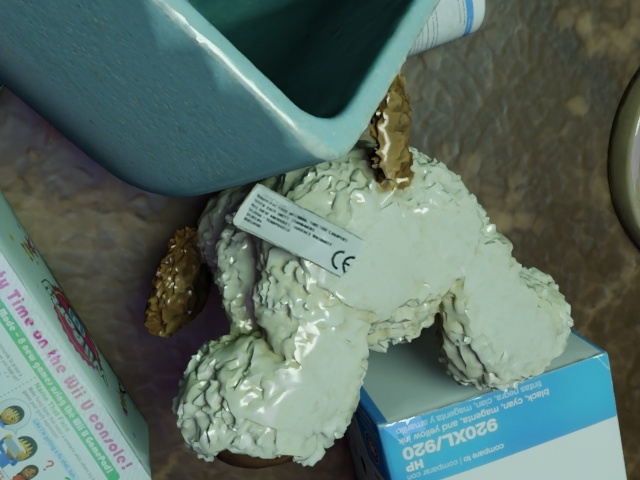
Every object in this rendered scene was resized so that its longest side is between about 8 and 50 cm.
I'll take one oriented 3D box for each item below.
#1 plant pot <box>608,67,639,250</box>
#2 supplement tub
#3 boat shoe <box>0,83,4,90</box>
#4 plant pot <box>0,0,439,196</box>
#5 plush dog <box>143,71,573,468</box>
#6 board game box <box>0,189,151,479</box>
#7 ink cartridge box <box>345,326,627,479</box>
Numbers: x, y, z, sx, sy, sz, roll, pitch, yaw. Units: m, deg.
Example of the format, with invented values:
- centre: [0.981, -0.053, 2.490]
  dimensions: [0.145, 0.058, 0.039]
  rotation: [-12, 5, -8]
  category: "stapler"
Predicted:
- centre: [0.368, -0.069, 0.695]
  dimensions: [0.238, 0.110, 0.237]
  rotation: [-3, 103, -12]
  category: "plant pot"
- centre: [0.057, -0.166, 0.614]
  dimensions: [0.107, 0.071, 0.071]
  rotation: [-22, 107, -9]
  category: "supplement tub"
- centre: [-0.277, -0.062, 0.562]
  dimensions: [0.219, 0.078, 0.070]
  rotation: [-41, 142, -8]
  category: "boat shoe"
- centre: [-0.093, -0.173, 0.466]
  dimensions: [0.248, 0.252, 0.247]
  rotation: [42, 59, -19]
  category: "plant pot"
- centre: [0.000, 0.000, 0.557]
  dimensions: [0.263, 0.225, 0.210]
  rotation: [-16, 105, -24]
  category: "plush dog"
- centre: [-0.303, 0.135, 0.584]
  dimensions: [0.304, 0.097, 0.224]
  rotation: [-28, 109, -5]
  category: "board game box"
- centre: [0.122, 0.184, 0.661]
  dimensions: [0.168, 0.171, 0.232]
  rotation: [-17, 106, -9]
  category: "ink cartridge box"
